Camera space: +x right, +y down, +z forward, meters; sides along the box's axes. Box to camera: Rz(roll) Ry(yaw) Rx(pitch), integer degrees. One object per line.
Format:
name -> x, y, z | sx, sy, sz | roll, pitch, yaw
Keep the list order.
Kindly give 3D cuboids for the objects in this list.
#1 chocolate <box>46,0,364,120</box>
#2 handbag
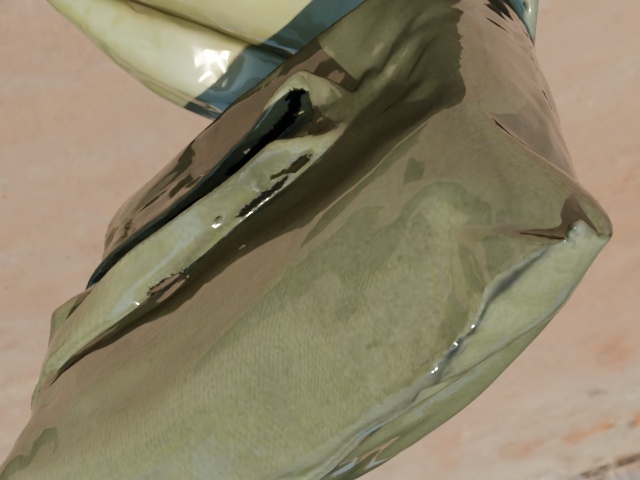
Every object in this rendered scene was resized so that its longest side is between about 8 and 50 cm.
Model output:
chocolate -> -0.077, -0.248, 0.797 | 0.297, 0.326, 0.314 | -59, 162, 8
handbag -> -0.003, 0.000, 0.499 | 0.253, 0.316, 0.109 | -35, 111, 20
